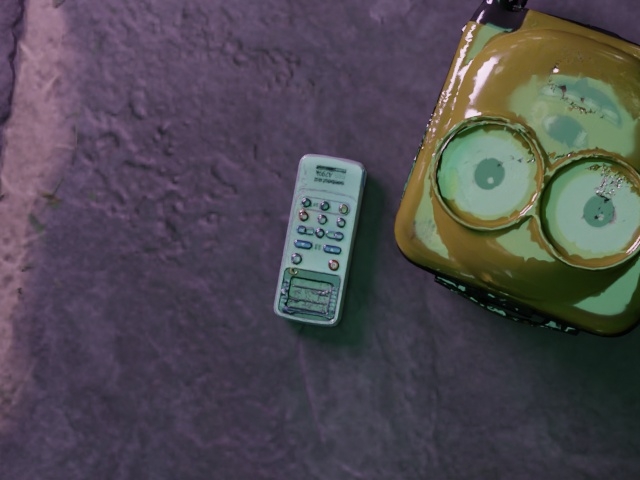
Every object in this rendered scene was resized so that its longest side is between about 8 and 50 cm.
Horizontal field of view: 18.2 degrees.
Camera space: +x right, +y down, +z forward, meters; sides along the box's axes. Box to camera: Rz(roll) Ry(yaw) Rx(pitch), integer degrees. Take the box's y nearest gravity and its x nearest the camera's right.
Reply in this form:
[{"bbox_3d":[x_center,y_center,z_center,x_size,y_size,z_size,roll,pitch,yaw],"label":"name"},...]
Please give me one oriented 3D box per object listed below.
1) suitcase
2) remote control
[{"bbox_3d":[0.165,-0.057,1.377,0.194,0.143,0.235,20,91,8],"label":"suitcase"},{"bbox_3d":[0.000,0.000,1.460,0.053,0.018,0.124,11,89,9],"label":"remote control"}]
